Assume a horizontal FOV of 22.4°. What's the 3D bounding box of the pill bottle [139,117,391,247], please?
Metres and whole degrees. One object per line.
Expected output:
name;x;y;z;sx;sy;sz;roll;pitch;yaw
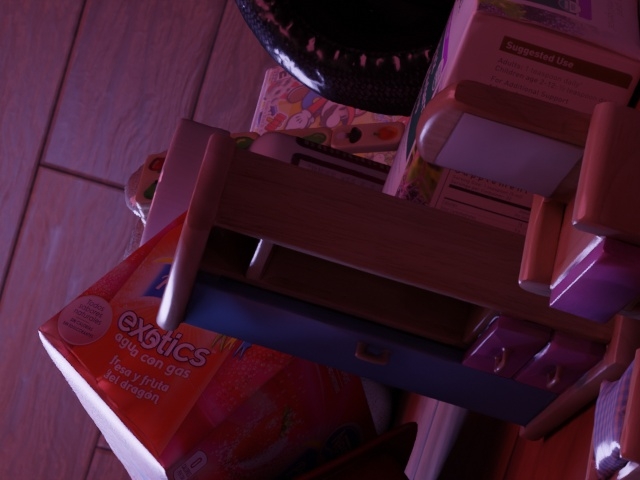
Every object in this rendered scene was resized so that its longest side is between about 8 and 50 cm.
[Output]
pill bottle;0.000;0.000;1.052;0.121;0.221;0.121;-163;90;-86

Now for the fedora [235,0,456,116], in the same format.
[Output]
fedora;0.089;-0.243;1.049;0.152;0.334;0.334;1;-71;-60

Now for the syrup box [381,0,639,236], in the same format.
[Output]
syrup box;0.091;-0.039;0.888;0.093;0.096;0.237;-80;7;-53

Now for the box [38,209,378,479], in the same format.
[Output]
box;-0.052;0.107;0.962;0.128;0.122;0.257;-40;-29;-14

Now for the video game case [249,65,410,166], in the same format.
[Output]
video game case;0.018;-0.101;1.540;0.026;0.206;0.227;54;-143;-39

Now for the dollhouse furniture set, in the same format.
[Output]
dollhouse furniture set;0.011;0.124;0.637;0.286;0.198;0.303;117;168;-67

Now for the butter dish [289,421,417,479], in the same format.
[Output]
butter dish;0.012;0.206;0.917;0.160;0.118;0.160;-19;-39;-41

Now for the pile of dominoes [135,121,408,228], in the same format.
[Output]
pile of dominoes;-0.011;-0.034;1.198;0.196;0.251;0.040;-82;-16;-48

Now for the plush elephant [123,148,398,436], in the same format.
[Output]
plush elephant;-0.058;0.065;1.303;0.272;0.255;0.330;-82;9;-61
